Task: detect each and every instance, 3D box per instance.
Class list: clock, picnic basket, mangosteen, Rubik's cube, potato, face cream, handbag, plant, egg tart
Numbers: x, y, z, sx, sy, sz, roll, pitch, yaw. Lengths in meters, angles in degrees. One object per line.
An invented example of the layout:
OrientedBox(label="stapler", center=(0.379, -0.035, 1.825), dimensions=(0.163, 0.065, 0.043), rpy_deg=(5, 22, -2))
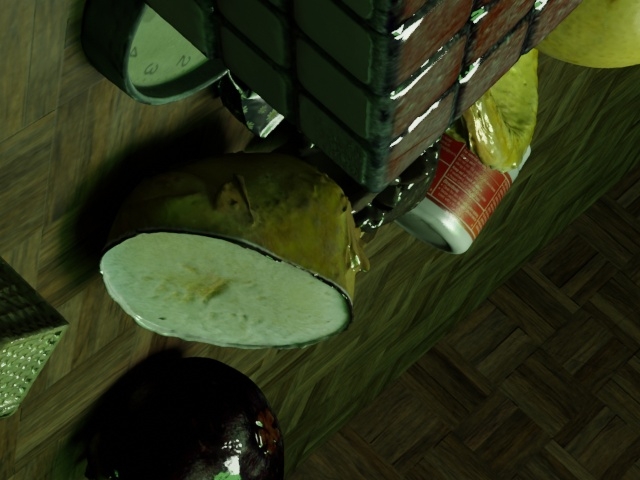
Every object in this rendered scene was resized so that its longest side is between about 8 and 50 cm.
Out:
OrientedBox(label="clock", center=(-0.095, -0.242, 1.311), dimensions=(0.280, 0.055, 0.280), rpy_deg=(-43, 164, -15))
OrientedBox(label="picnic basket", center=(-0.362, 0.110, 1.320), dimensions=(0.154, 0.134, 0.196), rpy_deg=(-57, 163, 23))
OrientedBox(label="mangosteen", center=(-0.208, 0.308, 2.098), dimensions=(0.302, 0.275, 0.275), rpy_deg=(-18, 174, 19))
OrientedBox(label="Rubik's cube", center=(0.036, -0.300, 0.983), dimensions=(0.344, 0.337, 0.344), rpy_deg=(-44, 165, -17))
OrientedBox(label="potato", center=(-0.105, -0.013, 1.624), dimensions=(0.299, 0.196, 0.246), rpy_deg=(22, 142, -31))
OrientedBox(label="face cream", center=(0.173, -0.107, 2.083), dimensions=(0.187, 0.201, 0.201), rpy_deg=(-56, 166, -7))
OrientedBox(label="handbag", center=(-0.068, -0.191, 1.523), dimensions=(0.115, 0.072, 0.139), rpy_deg=(-45, 152, -2))
OrientedBox(label="plant", center=(0.056, -0.102, 1.830), dimensions=(0.182, 0.194, 0.320), rpy_deg=(-54, 167, 9))
OrientedBox(label="egg tart", center=(0.202, -0.238, 1.891), dimensions=(0.315, 0.120, 0.315), rpy_deg=(5, 84, -63))

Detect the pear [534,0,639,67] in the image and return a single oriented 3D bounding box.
OrientedBox(label="pear", center=(0.342, -0.375, 1.649), dimensions=(0.348, 0.348, 0.348), rpy_deg=(-43, 165, -15))

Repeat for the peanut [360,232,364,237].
OrientedBox(label="peanut", center=(0.000, -0.001, 2.149), dimensions=(0.193, 0.089, 0.089), rpy_deg=(-48, 165, -1))
